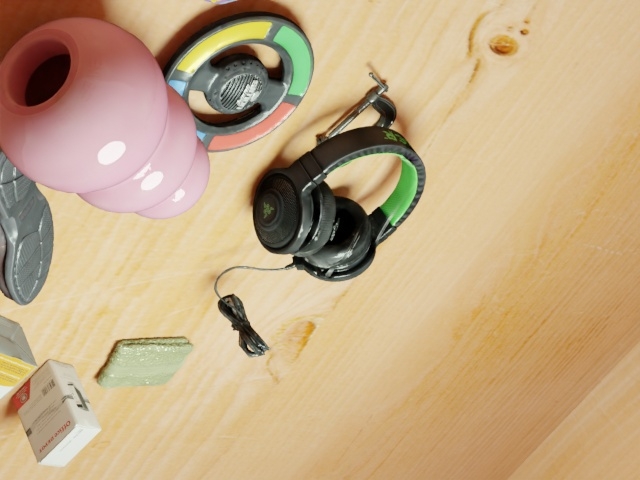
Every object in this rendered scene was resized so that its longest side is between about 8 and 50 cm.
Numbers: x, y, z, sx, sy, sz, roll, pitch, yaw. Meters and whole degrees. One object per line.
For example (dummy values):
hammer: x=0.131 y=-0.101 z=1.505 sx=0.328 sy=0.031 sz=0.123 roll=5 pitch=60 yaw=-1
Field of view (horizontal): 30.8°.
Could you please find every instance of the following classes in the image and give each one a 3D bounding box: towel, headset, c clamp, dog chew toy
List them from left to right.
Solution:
dog chew toy: x=-0.247 y=-0.127 z=1.413 sx=0.206 sy=0.206 sz=0.332 roll=-37 pitch=149 yaw=6
towel: x=-0.290 y=0.205 z=1.930 sx=0.148 sy=0.027 sz=0.110 roll=4 pitch=130 yaw=-41
headset: x=0.000 y=0.000 z=1.771 sx=0.394 sy=0.185 sz=0.243 roll=-40 pitch=144 yaw=13
c clamp: x=0.051 y=-0.176 z=1.747 sx=0.161 sy=0.022 sz=0.137 roll=-45 pitch=149 yaw=14

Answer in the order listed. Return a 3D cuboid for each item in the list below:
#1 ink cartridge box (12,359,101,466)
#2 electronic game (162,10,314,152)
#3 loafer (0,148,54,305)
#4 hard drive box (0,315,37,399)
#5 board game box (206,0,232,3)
ink cartridge box: x=-0.414 y=0.272 z=1.817 sx=0.099 sy=0.135 sz=0.056 roll=-44 pitch=145 yaw=16
electronic game: x=-0.113 y=-0.208 z=1.551 sx=0.229 sy=0.048 sz=0.229 roll=-21 pitch=143 yaw=-17
loafer: x=-0.416 y=-0.035 z=1.505 sx=0.302 sy=0.095 sz=0.109 roll=96 pitch=19 yaw=-51
hard drive box: x=-0.556 y=0.197 z=1.657 sx=0.232 sy=0.089 sz=0.181 roll=-41 pitch=144 yaw=11
board game box: x=-0.105 y=-0.313 z=1.372 sx=0.168 sy=0.033 sz=0.133 roll=-9 pitch=156 yaw=21
